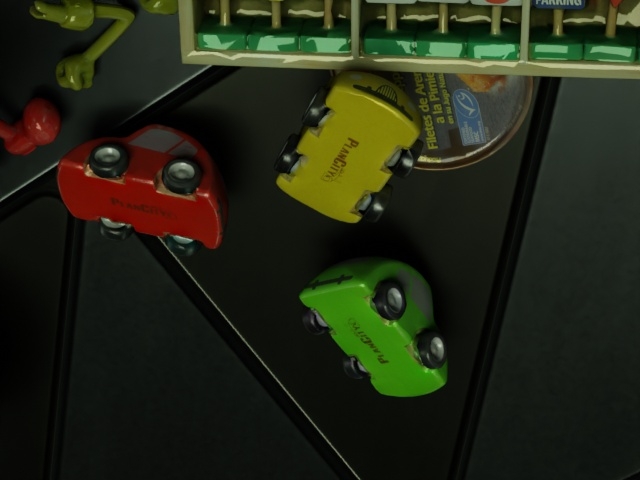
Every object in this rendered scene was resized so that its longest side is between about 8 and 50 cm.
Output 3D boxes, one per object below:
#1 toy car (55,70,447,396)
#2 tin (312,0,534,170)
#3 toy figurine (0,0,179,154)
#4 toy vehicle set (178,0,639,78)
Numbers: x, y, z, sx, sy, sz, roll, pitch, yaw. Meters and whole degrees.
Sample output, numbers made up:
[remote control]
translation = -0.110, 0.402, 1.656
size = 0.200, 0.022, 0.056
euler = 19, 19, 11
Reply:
[toy car]
translation = 0.000, 0.000, 1.030
size = 0.239, 0.053, 0.225
euler = -12, 130, 37
[tin]
translation = 0.050, -0.127, 0.974
size = 0.106, 0.040, 0.190
euler = -10, 117, 9
[toy figurine]
translation = -0.202, -0.024, 0.931
size = 0.362, 0.217, 0.191
euler = -35, 136, 21
[toy vehicle set]
translation = 0.061, -0.164, 0.911
size = 0.267, 0.035, 0.166
euler = 2, 119, 8
